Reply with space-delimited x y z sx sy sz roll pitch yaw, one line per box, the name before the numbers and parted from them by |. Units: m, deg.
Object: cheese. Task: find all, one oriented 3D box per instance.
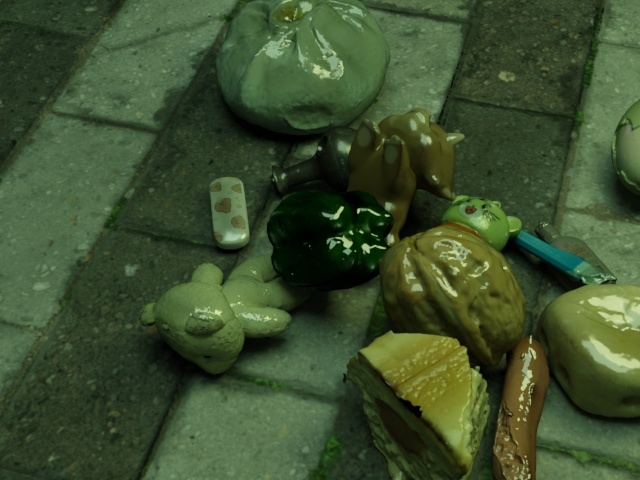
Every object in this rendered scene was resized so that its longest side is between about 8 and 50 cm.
cheese | 0.445 0.155 1.673 0.235 0.117 0.218 38 56 27

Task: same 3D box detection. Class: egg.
egg | 0.600 -0.161 1.923 0.183 0.183 0.217 25 63 23

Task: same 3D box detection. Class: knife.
knife | 0.367 0.014 1.830 0.044 0.026 0.296 -36 40 -16

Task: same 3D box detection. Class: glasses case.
glasses case | -0.159 -0.049 1.927 0.063 0.041 0.164 -6 47 -4

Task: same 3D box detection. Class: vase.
vase | 0.001 -0.130 1.964 0.183 0.120 0.120 -19 47 8

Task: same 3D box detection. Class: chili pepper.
chili pepper | 0.000 0.000 1.756 0.174 0.165 0.261 -12 2 -35

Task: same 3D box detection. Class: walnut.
walnut | 0.198 0.088 1.641 0.198 0.245 0.198 -32 15 10

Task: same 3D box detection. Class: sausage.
sausage | 0.289 0.269 1.598 0.078 0.078 0.304 8 49 9

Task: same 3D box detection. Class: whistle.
whistle | 0.216 0.020 1.809 0.131 0.106 0.288 27 53 28

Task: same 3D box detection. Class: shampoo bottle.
shampoo bottle | 0.414 0.031 1.839 0.080 0.040 0.165 -25 50 -11

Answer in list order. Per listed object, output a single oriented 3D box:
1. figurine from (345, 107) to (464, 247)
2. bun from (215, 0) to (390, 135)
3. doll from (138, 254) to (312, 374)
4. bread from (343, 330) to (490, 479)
figurine | 0.140 -0.097 1.856 0.173 0.247 0.177 1 4 -43
bun | -0.034 -0.355 2.108 0.355 0.194 0.354 -2 46 2
doll | -0.135 0.113 1.742 0.175 0.149 0.278 -2 17 45
bread | 0.121 0.247 1.548 0.211 0.183 0.224 10 45 13
